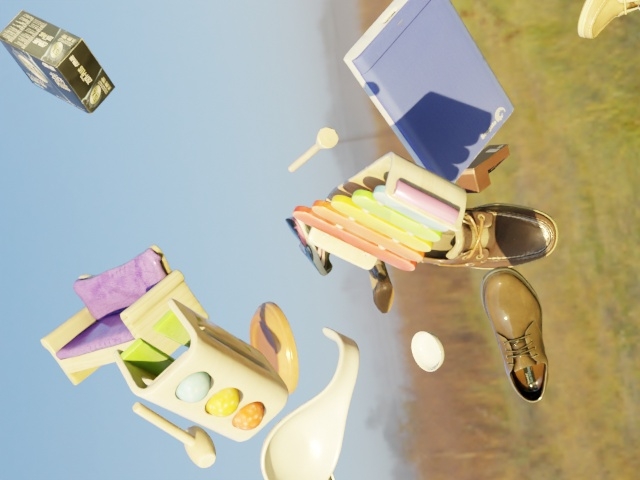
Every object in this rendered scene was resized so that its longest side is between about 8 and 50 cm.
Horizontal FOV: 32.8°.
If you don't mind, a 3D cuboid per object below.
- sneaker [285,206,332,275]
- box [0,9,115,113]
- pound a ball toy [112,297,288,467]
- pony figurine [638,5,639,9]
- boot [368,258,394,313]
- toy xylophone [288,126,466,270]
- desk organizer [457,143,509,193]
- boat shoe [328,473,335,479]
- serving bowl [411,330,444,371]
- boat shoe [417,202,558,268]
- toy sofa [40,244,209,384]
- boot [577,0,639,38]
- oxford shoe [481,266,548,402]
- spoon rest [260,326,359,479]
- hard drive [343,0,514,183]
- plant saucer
[{"bbox_3d":[0.000,0.000,2.117,0.072,0.077,0.178,52,173,35],"label":"sneaker"},{"bbox_3d":[-0.502,-0.339,2.072,0.077,0.180,0.147,-52,-31,-16],"label":"box"},{"bbox_3d":[-0.186,0.248,1.666,0.136,0.208,0.319,50,-175,37],"label":"pound a ball toy"},{"bbox_3d":[0.655,-0.478,1.645,0.303,0.351,0.363,12,-133,-37],"label":"pony figurine"},{"bbox_3d":[0.112,0.070,2.106,0.087,0.042,0.118,-109,11,-56],"label":"boot"},{"bbox_3d":[0.066,-0.051,1.537,0.322,0.236,0.081,131,161,-70],"label":"toy xylophone"},{"bbox_3d":[0.312,-0.137,2.070,0.130,0.047,0.050,-34,-65,-42],"label":"desk organizer"},{"bbox_3d":[0.006,0.443,2.069,0.049,0.042,0.133,108,144,-87],"label":"boat shoe"},{"bbox_3d":[0.223,0.222,2.203,0.083,0.027,0.083,20,116,47],"label":"serving bowl"},{"bbox_3d":[0.251,-0.002,1.936,0.123,0.342,0.123,-53,-34,-76],"label":"boat shoe"},{"bbox_3d":[-0.393,0.149,2.078,0.150,0.363,0.177,-42,-75,-38],"label":"toy sofa"},{"bbox_3d":[0.664,-0.480,2.189,0.203,0.262,0.095,37,172,25],"label":"boot"},{"bbox_3d":[0.299,0.142,1.617,0.096,0.083,0.227,-84,-27,-63],"label":"oxford shoe"},{"bbox_3d":[-0.007,0.276,1.732,0.084,0.137,0.276,2,68,59],"label":"spoon rest"},{"bbox_3d":[0.193,-0.264,1.848,0.040,0.210,0.318,23,158,51],"label":"hard drive"},{"bbox_3d":[-0.102,0.227,2.263,0.200,0.037,0.200,39,134,55],"label":"plant saucer"}]
